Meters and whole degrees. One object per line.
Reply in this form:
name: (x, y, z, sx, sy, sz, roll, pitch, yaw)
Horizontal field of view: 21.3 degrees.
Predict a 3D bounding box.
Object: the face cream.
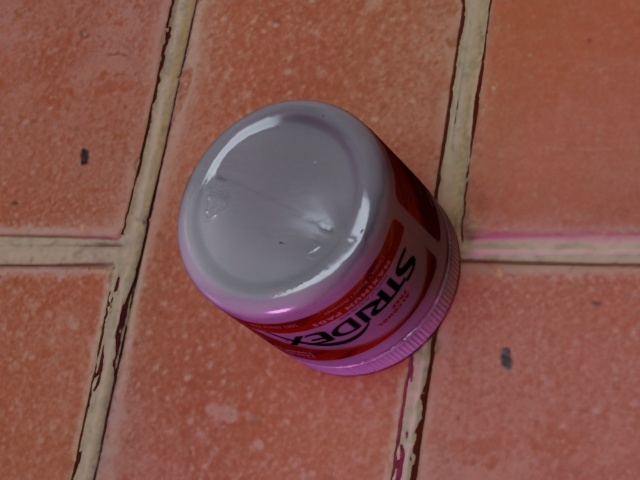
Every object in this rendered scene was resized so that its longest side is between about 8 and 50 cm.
face cream: (0.000, 0.000, 1.499, 0.201, 0.187, 0.201, -10, 65, 22)
